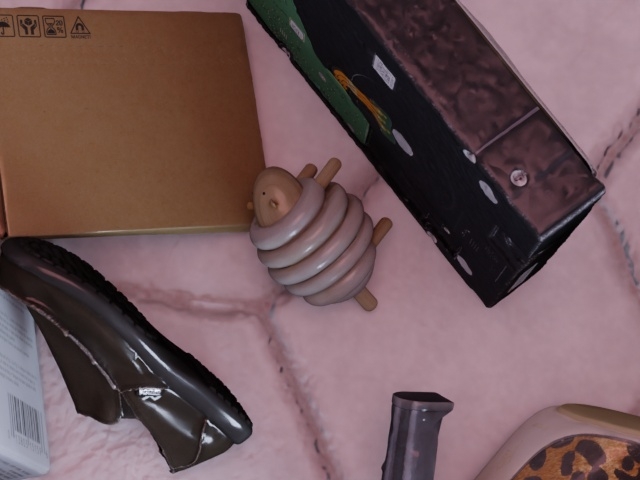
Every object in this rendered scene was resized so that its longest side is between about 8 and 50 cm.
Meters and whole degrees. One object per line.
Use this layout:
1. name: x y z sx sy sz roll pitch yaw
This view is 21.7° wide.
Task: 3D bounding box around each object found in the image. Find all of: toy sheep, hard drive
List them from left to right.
1. toy sheep: 0.000 0.000 1.171 0.091 0.091 0.132 -47 109 -11
2. hard drive: 0.046 -0.122 1.121 0.064 0.237 0.339 -37 81 -10

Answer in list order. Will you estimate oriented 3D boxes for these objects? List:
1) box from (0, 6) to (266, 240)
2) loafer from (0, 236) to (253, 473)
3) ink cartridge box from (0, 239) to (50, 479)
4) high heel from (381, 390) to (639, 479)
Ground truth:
1. box: -0.136 -0.083 1.171 0.201 0.021 0.164 -3 78 -30
2. loafer: -0.140 0.085 1.114 0.078 0.080 0.220 -46 113 1
3. ink cartridge box: -0.246 0.018 1.058 0.060 0.275 0.239 -11 73 4
4. high heel: 0.158 0.208 1.145 0.261 0.093 0.186 7 95 -9
